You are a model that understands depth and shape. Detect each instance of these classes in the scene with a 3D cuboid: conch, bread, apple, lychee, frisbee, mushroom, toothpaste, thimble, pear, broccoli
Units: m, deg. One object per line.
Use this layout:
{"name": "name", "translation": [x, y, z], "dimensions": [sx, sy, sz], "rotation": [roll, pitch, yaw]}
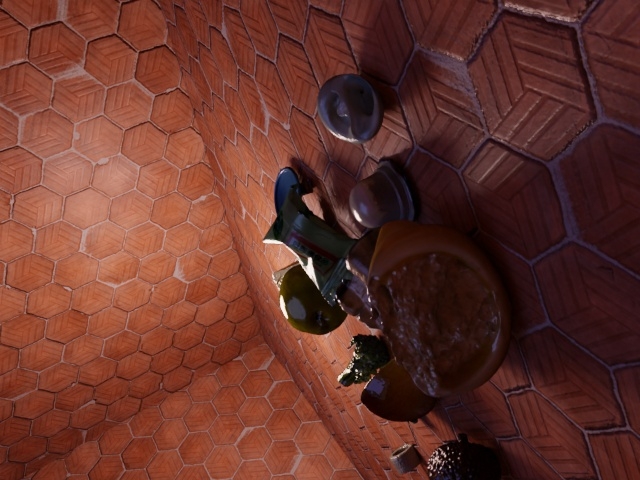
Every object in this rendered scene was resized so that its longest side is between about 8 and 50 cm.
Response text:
{"name": "conch", "translation": [0.087, -0.341, 1.343], "dimensions": [0.221, 0.121, 0.185], "rotation": [43, 150, 31]}
{"name": "bread", "translation": [0.258, 0.162, 1.248], "dimensions": [0.424, 0.329, 0.245], "rotation": [62, 162, -15]}
{"name": "apple", "translation": [0.280, 0.546, 1.873], "dimensions": [0.254, 0.179, 0.346], "rotation": [19, 134, 8]}
{"name": "lychee", "translation": [0.452, 0.752, 1.654], "dimensions": [0.236, 0.236, 0.271], "rotation": [154, 127, -71]}
{"name": "frisbee", "translation": [-0.121, -0.171, 2.076], "dimensions": [0.242, 0.045, 0.242], "rotation": [11, 102, 62]}
{"name": "mushroom", "translation": [0.256, 0.174, 1.498], "dimensions": [0.397, 0.224, 0.313], "rotation": [41, 143, 25]}
{"name": "toothpaste", "translation": [-0.076, -0.196, 2.074], "dimensions": [0.239, 0.039, 0.062], "rotation": [-16, 89, 68]}
{"name": "thimble", "translation": [0.374, 0.968, 2.325], "dimensions": [0.090, 0.115, 0.102], "rotation": [59, 158, 8]}
{"name": "pear", "translation": [-0.033, 0.218, 2.166], "dimensions": [0.375, 0.287, 0.287], "rotation": [-106, 5, -50]}
{"name": "bread", "translation": [-0.041, 0.206, 2.454], "dimensions": [0.236, 0.198, 0.263], "rotation": [-24, 96, 37]}
{"name": "broccoli", "translation": [0.165, 0.515, 2.081], "dimensions": [0.274, 0.177, 0.198], "rotation": [-62, 19, 19]}

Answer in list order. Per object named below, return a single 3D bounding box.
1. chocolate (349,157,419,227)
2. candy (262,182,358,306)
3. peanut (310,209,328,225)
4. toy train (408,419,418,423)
{"name": "chocolate", "translation": [0.156, -0.110, 1.431], "dimensions": [0.221, 0.147, 0.221], "rotation": [49, 153, 37]}
{"name": "candy", "translation": [-0.022, 0.015, 1.884], "dimensions": [0.398, 0.172, 0.263], "rotation": [40, 121, 15]}
{"name": "peanut", "translation": [0.000, 0.000, 2.024], "dimensions": [0.101, 0.117, 0.263], "rotation": [-29, 83, 48]}
{"name": "toy train", "translation": [0.331, 0.650, 2.094], "dimensions": [0.172, 0.070, 0.099], "rotation": [62, 168, -1]}
